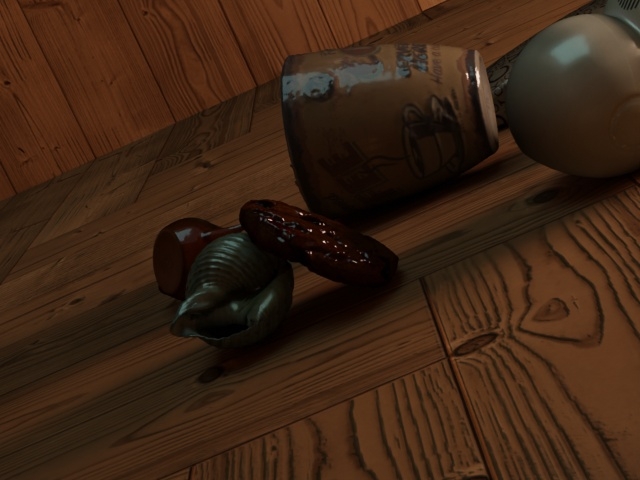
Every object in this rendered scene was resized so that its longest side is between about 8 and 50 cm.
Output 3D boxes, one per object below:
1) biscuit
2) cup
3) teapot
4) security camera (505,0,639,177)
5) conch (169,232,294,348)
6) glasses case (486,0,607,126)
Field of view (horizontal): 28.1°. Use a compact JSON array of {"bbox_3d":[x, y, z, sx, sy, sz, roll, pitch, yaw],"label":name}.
[{"bbox_3d":[0.000,0.000,1.404,0.192,0.192,0.049,-96,29,-75],"label":"biscuit"},{"bbox_3d":[0.109,-0.145,1.721,0.257,0.227,0.301,-8,-12,13],"label":"cup"},{"bbox_3d":[-0.155,0.027,1.671,0.116,0.116,0.173,-38,-7,-44],"label":"teapot"},{"bbox_3d":[0.316,-0.172,1.407,0.236,0.195,0.194,-29,14,-10],"label":"security camera"},{"bbox_3d":[-0.087,0.064,1.402,0.135,0.102,0.153,6,59,34],"label":"conch"},{"bbox_3d":[0.358,-0.272,1.860,0.354,0.085,0.137,-31,18,10],"label":"glasses case"}]
